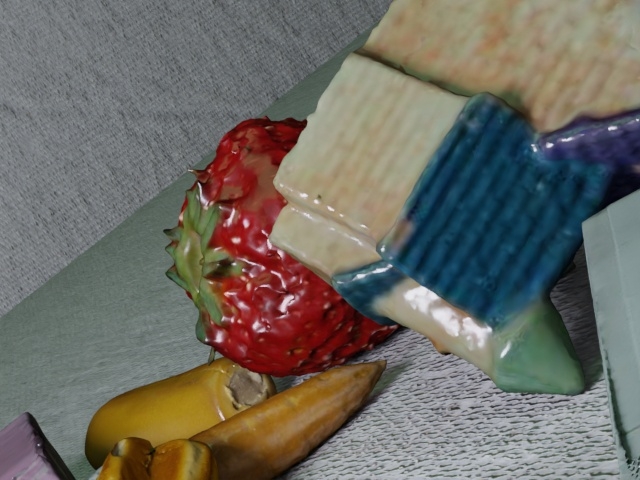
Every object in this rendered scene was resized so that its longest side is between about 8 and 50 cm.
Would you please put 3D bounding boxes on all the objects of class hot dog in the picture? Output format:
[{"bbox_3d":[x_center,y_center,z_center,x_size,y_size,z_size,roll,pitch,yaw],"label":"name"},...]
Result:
[{"bbox_3d":[-0.135,0.237,1.069,0.115,0.072,0.269,9,30,0],"label":"hot dog"}]

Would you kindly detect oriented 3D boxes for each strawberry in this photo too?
[{"bbox_3d":[0.000,0.000,1.402,0.277,0.257,0.257,-6,0,-24],"label":"strawberry"}]

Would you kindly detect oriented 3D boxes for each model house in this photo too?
[{"bbox_3d":[0.164,-0.045,1.114,0.280,0.245,0.312,27,82,30],"label":"model house"}]

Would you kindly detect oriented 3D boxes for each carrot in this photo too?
[{"bbox_3d":[-0.029,0.155,1.241,0.205,0.072,0.072,-32,11,-15],"label":"carrot"}]

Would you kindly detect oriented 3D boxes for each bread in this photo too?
[{"bbox_3d":[-0.145,0.172,1.465,0.239,0.074,0.092,-23,11,41],"label":"bread"}]

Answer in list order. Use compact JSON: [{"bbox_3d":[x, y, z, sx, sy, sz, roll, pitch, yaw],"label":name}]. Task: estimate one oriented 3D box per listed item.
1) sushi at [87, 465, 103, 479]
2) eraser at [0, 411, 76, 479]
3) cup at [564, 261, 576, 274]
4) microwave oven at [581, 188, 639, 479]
[{"bbox_3d":[-0.163,0.239,1.233,0.090,0.078,0.150,-28,11,2],"label":"sushi"},{"bbox_3d":[-0.381,0.330,1.378,0.359,0.122,0.272,-36,10,-12],"label":"eraser"},{"bbox_3d":[0.164,0.017,1.253,0.083,0.075,0.054,-36,-33,4],"label":"cup"},{"bbox_3d":[0.242,0.061,0.585,0.237,0.181,0.295,-29,13,16],"label":"microwave oven"}]
